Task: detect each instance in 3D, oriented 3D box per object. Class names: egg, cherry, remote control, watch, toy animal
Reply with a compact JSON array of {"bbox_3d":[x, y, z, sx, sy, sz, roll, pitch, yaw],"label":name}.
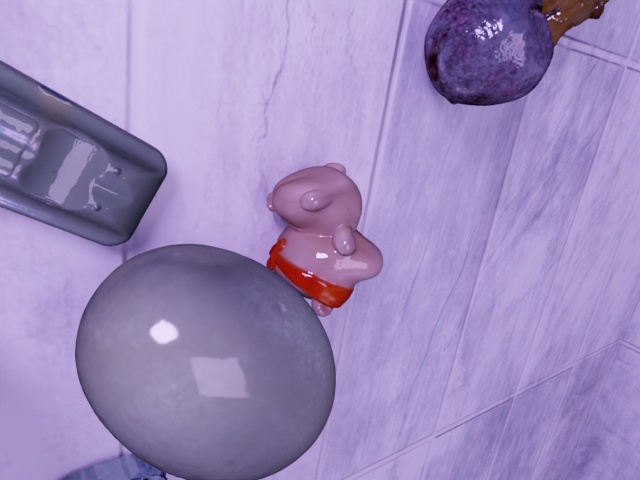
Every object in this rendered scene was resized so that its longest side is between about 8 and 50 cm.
[{"bbox_3d":[-0.121,0.151,0.588,0.258,0.258,0.352,-54,132,-6],"label":"egg"},{"bbox_3d":[0.251,-0.299,0.737,0.195,0.195,0.195,-18,121,-33],"label":"cherry"},{"bbox_3d":[-0.307,-0.102,0.445,0.335,0.066,0.128,29,88,-44],"label":"remote control"},{"bbox_3d":[-0.276,0.445,0.729,0.276,0.068,0.274,3,108,-41],"label":"watch"},{"bbox_3d":[0.000,0.000,0.685,0.171,0.171,0.197,-18,119,-32],"label":"toy animal"}]

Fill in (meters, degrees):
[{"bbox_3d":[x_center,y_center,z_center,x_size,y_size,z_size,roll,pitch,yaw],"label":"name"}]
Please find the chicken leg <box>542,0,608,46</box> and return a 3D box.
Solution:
[{"bbox_3d":[0.383,-0.450,0.795,0.410,0.182,0.295,-10,133,-32],"label":"chicken leg"}]
